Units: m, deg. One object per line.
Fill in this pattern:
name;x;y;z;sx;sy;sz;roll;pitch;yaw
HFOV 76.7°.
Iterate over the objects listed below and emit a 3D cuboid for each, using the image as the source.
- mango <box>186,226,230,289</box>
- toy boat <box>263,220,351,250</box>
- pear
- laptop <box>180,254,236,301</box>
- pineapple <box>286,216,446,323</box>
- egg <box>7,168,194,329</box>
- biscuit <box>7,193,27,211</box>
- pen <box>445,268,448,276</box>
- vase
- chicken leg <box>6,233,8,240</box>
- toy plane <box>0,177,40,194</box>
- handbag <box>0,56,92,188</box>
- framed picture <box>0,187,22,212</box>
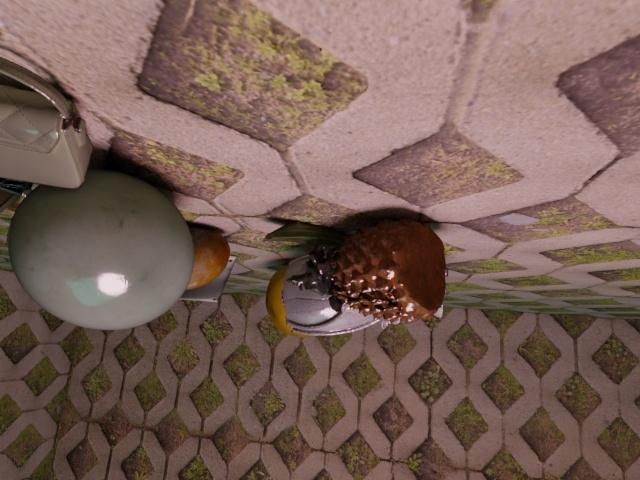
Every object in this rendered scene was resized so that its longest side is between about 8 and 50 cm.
mango;-0.382;0.056;1.021;0.316;0.146;0.192;-20;-144;-31
toy boat;0.000;0.000;0.999;0.292;0.055;0.093;13;165;-34
pear;-0.035;0.190;1.445;0.336;0.285;0.285;-37;162;1
laptop;-0.434;0.137;1.491;0.187;0.015;0.269;10;130;-26
pineapple;0.087;0.077;0.910;0.357;0.223;0.222;-12;159;40
egg;-0.376;0.023;0.740;0.275;0.277;0.389;6;162;-6
biscuit;-0.736;-0.117;0.798;0.273;0.036;0.187;12;160;-24
pen;0.344;0.115;1.419;0.197;0.032;0.053;-3;165;25
vase;0.125;0.141;1.158;0.444;0.250;0.250;-6;165;11
chicken leg;-0.712;0.032;1.237;0.406;0.096;0.158;20;-168;-25
toy plane;-0.563;-0.116;0.690;0.197;0.054;0.078;9;161;-44
handbag;-0.409;-0.155;0.465;0.255;0.079;0.219;9;155;-17
framed picture;-0.733;-0.111;0.723;0.211;0.020;0.289;-19;151;35
